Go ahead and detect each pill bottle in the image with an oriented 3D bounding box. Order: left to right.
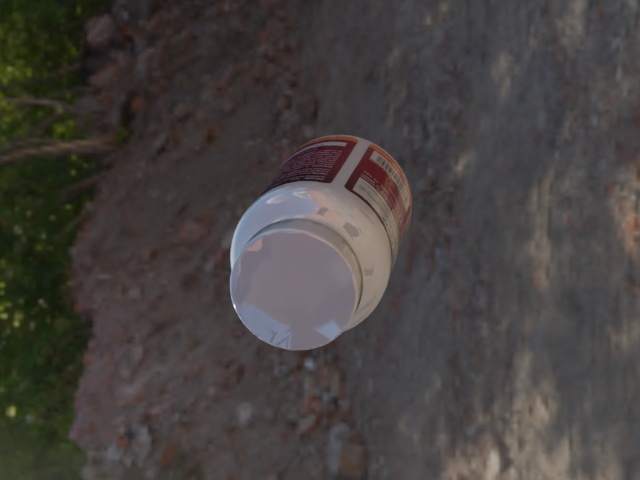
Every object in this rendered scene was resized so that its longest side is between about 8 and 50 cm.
[{"bbox_3d":[0.000,0.000,0.663,0.152,0.086,0.086,-59,-23,-68],"label":"pill bottle"}]
